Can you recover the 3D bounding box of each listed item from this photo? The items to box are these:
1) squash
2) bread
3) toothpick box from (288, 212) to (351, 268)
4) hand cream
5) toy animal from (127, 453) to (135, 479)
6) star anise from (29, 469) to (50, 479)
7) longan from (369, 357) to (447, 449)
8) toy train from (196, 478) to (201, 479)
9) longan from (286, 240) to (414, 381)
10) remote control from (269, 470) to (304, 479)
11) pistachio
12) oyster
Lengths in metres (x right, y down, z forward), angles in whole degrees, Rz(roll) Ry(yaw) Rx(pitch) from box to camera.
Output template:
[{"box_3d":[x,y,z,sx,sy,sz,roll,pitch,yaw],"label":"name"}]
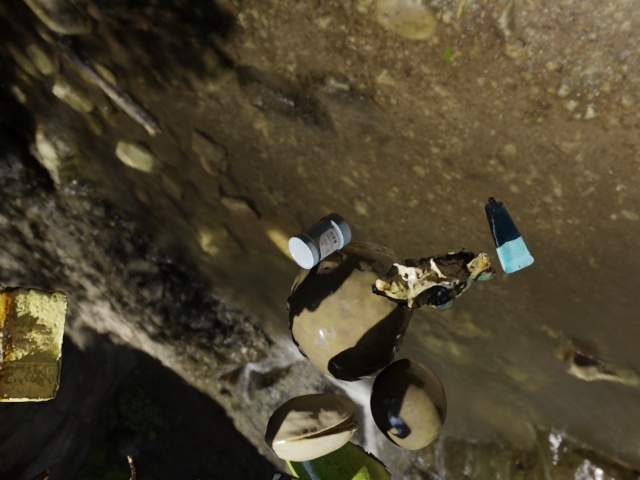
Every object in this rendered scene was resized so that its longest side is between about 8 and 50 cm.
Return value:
[{"box_3d":[0.011,0.571,1.746,0.233,0.210,0.309,-15,104,45],"label":"squash"},{"box_3d":[-0.693,0.219,1.407,0.263,0.236,0.198,7,-163,-29],"label":"bread"},{"box_3d":[0.000,0.000,1.812,0.101,0.153,0.101,35,143,32],"label":"toothpick box"},{"box_3d":[0.480,-0.018,1.674,0.224,0.083,0.048,62,-171,-24],"label":"hand cream"},{"box_3d":[-0.444,0.630,1.579,0.116,0.114,0.255,4,99,38],"label":"toy animal"},{"box_3d":[-0.601,0.455,1.012,0.292,0.109,0.349,16,-165,-4],"label":"star anise"},{"box_3d":[0.247,0.460,1.818,0.215,0.246,0.246,8,145,43],"label":"longan"},{"box_3d":[-0.414,0.827,1.948,0.120,0.194,0.298,31,143,18],"label":"toy train"},{"box_3d":[0.088,0.215,1.989,0.404,0.436,0.404,19,-163,-6],"label":"longan"},{"box_3d":[-0.101,0.668,1.273,0.144,0.399,0.062,20,148,6],"label":"remote control"},{"box_3d":[-0.016,0.355,1.238,0.124,0.185,0.124,164,90,-84],"label":"pistachio"},{"box_3d":[0.264,0.095,1.474,0.361,0.221,0.096,15,-140,-55],"label":"oyster"}]
